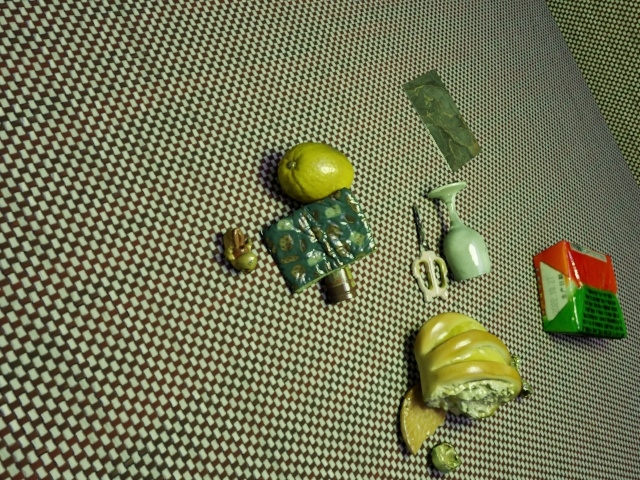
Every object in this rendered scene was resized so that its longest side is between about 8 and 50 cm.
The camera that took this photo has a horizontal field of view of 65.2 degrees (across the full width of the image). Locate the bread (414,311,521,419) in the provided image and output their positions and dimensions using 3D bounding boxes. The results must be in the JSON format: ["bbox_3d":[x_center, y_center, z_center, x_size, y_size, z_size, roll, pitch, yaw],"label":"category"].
[{"bbox_3d":[0.419,0.344,1.406,0.315,0.211,0.270,28,44,-31],"label":"bread"}]

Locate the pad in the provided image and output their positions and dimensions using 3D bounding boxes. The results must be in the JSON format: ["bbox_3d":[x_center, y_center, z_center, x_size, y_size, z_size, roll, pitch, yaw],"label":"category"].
[{"bbox_3d":[0.457,-0.447,1.853,0.247,0.007,0.368,-35,97,-39],"label":"pad"}]

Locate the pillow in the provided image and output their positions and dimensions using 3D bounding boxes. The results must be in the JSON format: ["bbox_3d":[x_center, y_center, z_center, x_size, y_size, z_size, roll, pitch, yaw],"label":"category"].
[{"bbox_3d":[0.001,-0.002,1.260,0.255,0.034,0.189,-27,95,-1],"label":"pillow"}]

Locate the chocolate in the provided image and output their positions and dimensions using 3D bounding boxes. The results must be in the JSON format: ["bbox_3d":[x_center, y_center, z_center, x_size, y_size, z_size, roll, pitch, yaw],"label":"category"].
[{"bbox_3d":[0.994,0.206,1.925,0.360,0.161,0.342,13,67,-34],"label":"chocolate"}]

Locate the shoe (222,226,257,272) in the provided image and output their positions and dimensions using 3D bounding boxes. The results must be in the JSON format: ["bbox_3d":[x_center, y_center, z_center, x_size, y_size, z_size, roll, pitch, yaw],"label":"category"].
[{"bbox_3d":[-0.192,0.023,1.170,0.072,0.069,0.109,-4,71,-31],"label":"shoe"}]

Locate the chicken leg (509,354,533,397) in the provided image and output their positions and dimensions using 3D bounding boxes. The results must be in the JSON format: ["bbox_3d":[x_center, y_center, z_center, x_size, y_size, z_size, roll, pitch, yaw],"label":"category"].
[{"bbox_3d":[0.612,0.427,1.614,0.227,0.088,0.103,35,44,-18],"label":"chicken leg"}]

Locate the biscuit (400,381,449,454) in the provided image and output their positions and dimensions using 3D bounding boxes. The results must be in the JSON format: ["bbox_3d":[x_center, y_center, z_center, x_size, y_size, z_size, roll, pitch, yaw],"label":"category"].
[{"bbox_3d":[0.281,0.474,1.384,0.224,0.033,0.145,-32,91,-43],"label":"biscuit"}]

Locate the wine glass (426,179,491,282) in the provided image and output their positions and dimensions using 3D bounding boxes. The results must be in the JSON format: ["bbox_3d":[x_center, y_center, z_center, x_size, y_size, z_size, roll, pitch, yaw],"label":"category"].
[{"bbox_3d":[0.450,-0.028,1.618,0.143,0.143,0.321,-5,78,-37],"label":"wine glass"}]

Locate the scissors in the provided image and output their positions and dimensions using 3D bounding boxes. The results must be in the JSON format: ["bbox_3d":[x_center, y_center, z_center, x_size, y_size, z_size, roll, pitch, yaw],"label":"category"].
[{"bbox_3d":[0.334,0.036,1.582,0.160,0.024,0.318,-2,75,-37],"label":"scissors"}]

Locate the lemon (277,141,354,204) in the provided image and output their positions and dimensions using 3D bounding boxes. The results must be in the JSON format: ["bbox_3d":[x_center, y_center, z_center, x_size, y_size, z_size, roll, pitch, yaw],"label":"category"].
[{"bbox_3d":[-0.011,-0.172,1.309,0.207,0.170,0.170,12,67,-40],"label":"lemon"}]

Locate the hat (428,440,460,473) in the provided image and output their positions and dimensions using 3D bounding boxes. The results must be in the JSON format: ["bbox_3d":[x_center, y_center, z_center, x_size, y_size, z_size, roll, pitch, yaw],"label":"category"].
[{"bbox_3d":[0.335,0.598,1.368,0.077,0.059,0.076,9,35,-44],"label":"hat"}]

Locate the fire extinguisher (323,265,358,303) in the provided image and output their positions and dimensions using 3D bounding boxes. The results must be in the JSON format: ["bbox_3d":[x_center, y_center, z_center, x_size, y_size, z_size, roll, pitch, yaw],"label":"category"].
[{"bbox_3d":[0.018,0.040,1.310,0.106,0.075,0.252,-11,82,-48],"label":"fire extinguisher"}]
